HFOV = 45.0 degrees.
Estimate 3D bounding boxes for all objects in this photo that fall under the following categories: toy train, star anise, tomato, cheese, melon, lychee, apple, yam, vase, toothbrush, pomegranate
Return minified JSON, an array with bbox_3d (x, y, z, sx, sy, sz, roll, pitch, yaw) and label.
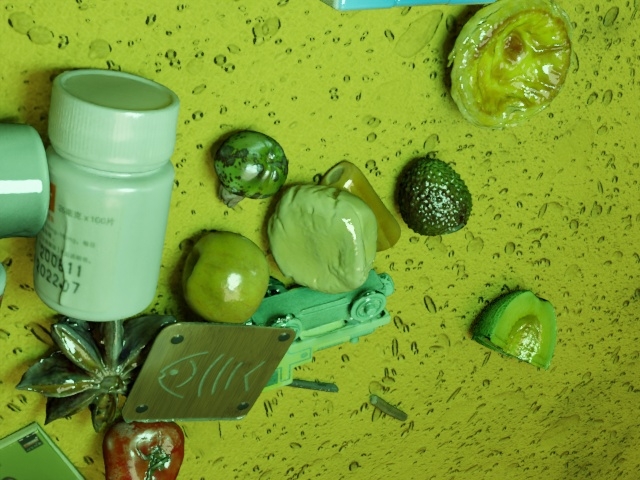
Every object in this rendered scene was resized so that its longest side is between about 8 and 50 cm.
[{"bbox_3d":[-0.011,0.176,1.657,0.369,0.150,0.237,-14,133,-21],"label":"toy train"},{"bbox_3d":[-0.412,0.238,1.491,0.332,0.117,0.331,-16,135,-17],"label":"star anise"},{"bbox_3d":[-0.371,0.455,1.620,0.187,0.151,0.187,12,70,-36],"label":"tomato"},{"bbox_3d":[0.000,0.000,1.510,0.117,0.214,0.225,-50,146,-56],"label":"cheese"},{"bbox_3d":[0.489,0.207,1.970,0.265,0.129,0.169,29,81,-35],"label":"melon"},{"bbox_3d":[0.235,-0.093,1.614,0.171,0.171,0.171,-14,125,-21],"label":"lychee"},{"bbox_3d":[-0.186,0.072,1.472,0.155,0.182,0.182,27,104,-35],"label":"apple"},{"bbox_3d":[0.175,0.433,1.989,0.032,0.032,0.145,-48,131,6],"label":"yam"},{"bbox_3d":[-0.570,-0.088,1.140,0.291,0.245,0.245,-7,123,-36],"label":"vase"},{"bbox_3d":[-0.076,0.326,1.784,0.297,0.030,0.030,16,101,-35],"label":"toothbrush"},{"bbox_3d":[-0.131,-0.117,1.410,0.138,0.125,0.163,-1,121,-43],"label":"pomegranate"}]

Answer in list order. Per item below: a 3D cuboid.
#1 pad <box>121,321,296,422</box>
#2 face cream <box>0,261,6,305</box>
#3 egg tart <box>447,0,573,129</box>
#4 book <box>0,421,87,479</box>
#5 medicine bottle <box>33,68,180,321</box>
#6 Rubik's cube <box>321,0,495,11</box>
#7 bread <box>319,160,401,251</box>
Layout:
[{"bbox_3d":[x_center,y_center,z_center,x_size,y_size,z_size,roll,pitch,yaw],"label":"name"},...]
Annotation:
[{"bbox_3d":[-0.219,0.261,1.508,0.284,0.018,0.286,7,128,-32],"label":"pad"},{"bbox_3d":[-0.622,0.113,1.236,0.201,0.201,0.187,7,116,-32],"label":"face cream"},{"bbox_3d":[0.366,-0.360,1.537,0.295,0.116,0.294,-13,126,-19],"label":"egg tart"},{"bbox_3d":[-0.619,0.548,1.624,0.239,0.035,0.352,-27,129,-9],"label":"book"},{"bbox_3d":[-0.351,-0.072,1.263,0.211,0.211,0.371,-1,120,-28],"label":"medicine bottle"},{"bbox_3d":[0.099,-0.528,1.167,0.292,0.291,0.290,-12,124,-23],"label":"Rubik's cube"},{"bbox_3d":[0.091,-0.060,1.602,0.092,0.074,0.239,-44,130,-3],"label":"bread"}]
